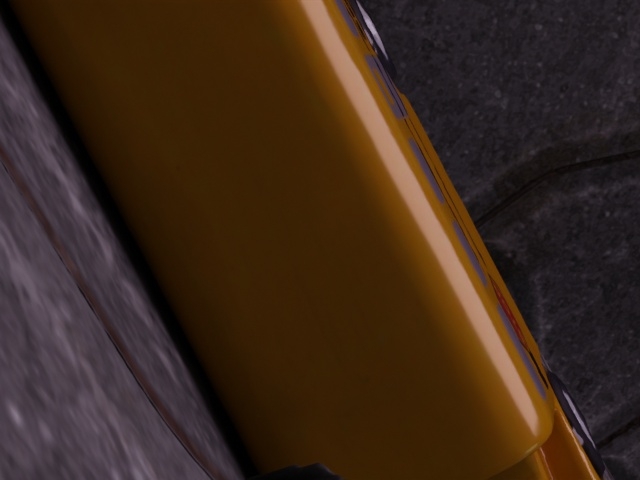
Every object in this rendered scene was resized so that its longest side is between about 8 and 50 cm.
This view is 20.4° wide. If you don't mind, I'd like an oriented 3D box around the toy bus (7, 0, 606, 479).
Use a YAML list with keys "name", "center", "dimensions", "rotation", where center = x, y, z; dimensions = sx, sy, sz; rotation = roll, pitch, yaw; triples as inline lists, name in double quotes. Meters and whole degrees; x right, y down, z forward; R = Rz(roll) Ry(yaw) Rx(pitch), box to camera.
- name: "toy bus"
  center: [0.000, 0.000, 0.673]
  dimensions: [0.333, 0.108, 0.130]
  rotation: [62, 8, -2]

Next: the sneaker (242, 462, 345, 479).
- name: "sneaker"
  center: [0.003, 0.131, 0.278]
  dimensions: [0.125, 0.104, 0.262]
  rotation: [63, 8, -13]
